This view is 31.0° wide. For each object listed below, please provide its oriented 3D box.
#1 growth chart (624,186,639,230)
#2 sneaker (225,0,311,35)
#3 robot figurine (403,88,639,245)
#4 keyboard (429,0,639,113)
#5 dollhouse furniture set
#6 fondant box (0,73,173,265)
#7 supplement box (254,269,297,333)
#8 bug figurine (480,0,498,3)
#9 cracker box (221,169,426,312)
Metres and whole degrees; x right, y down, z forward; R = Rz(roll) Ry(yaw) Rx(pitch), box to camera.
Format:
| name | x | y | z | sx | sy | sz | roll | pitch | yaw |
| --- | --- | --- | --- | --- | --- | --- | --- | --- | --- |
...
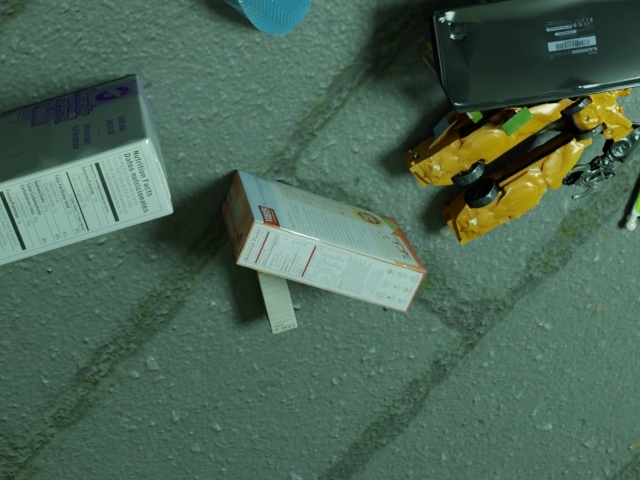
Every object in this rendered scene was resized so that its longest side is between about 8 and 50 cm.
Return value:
| name | x | y | z | sx | sy | sz | roll | pitch | yaw |
| --- | --- | --- | --- | --- | --- | --- | --- | --- | --- |
| growth chart | 0.548 | -0.086 | 1.599 | 0.237 | 0.021 | 0.172 | 4 | 114 | -15 |
| sneaker | -0.099 | -0.314 | 1.310 | 0.228 | 0.092 | 0.087 | 28 | 105 | -44 |
| robot figurine | 0.263 | -0.131 | 1.469 | 0.291 | 0.085 | 0.211 | -32 | 119 | 9 |
| keyboard | 0.283 | -0.266 | 1.337 | 0.317 | 0.033 | 0.202 | -9 | 96 | -3 |
| dollhouse furniture set | 0.189 | -0.192 | 1.375 | 0.076 | 0.058 | 0.152 | -38 | 88 | 13 |
| fondant box | -0.341 | -0.066 | 1.287 | 0.330 | 0.238 | 0.096 | -16 | 117 | -4 |
| supplement box | -0.062 | 0.063 | 1.512 | 0.036 | 0.062 | 0.098 | -16 | 117 | -6 |
| bug figurine | 0.267 | -0.373 | 1.367 | 0.216 | 0.072 | 0.279 | -11 | 122 | 0 |
| cracker box | 0.000 | 0.000 | 1.442 | 0.232 | 0.156 | 0.067 | 18 | 111 | -19 |
